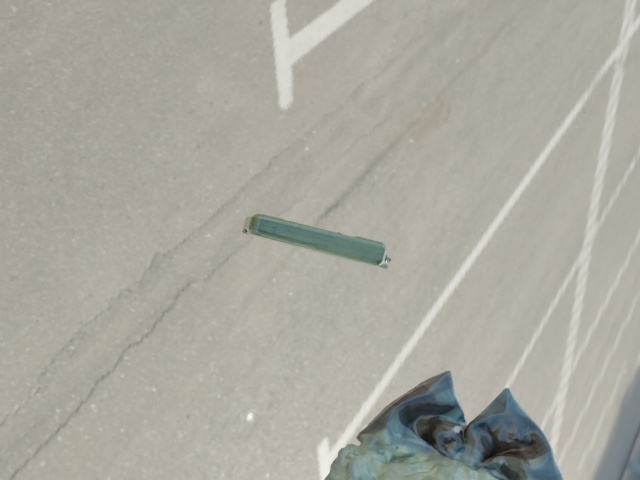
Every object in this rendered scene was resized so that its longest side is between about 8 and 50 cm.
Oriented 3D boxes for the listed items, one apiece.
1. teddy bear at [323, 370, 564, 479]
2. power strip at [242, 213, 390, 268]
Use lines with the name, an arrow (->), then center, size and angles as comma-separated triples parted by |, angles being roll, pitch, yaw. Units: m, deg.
teddy bear -> 0.063, 0.367, 0.736 | 0.362, 0.327, 0.375 | -49, 152, -54
power strip -> 0.000, 0.000, 0.919 | 0.076, 0.169, 0.028 | 180, -76, -77
